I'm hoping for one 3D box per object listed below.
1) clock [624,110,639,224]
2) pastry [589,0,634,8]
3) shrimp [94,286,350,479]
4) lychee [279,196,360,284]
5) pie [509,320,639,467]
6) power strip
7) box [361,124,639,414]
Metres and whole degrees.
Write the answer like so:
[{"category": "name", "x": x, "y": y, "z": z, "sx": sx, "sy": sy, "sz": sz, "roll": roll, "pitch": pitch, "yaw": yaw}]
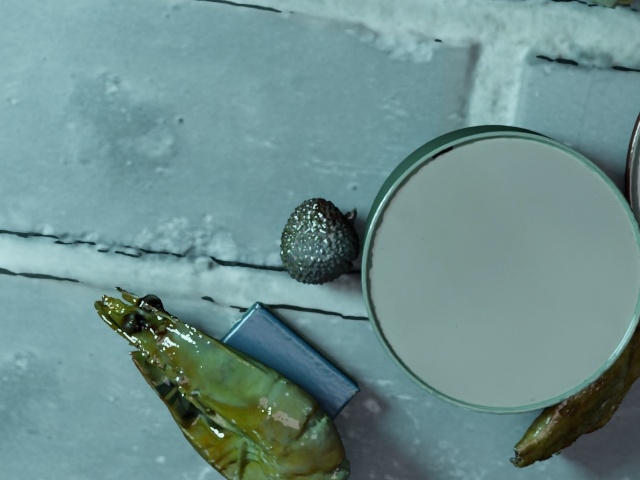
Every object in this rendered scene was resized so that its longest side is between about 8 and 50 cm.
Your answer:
[{"category": "clock", "x": 0.415, "y": -0.048, "z": 1.410, "sx": 0.319, "sy": 0.080, "sz": 0.318, "roll": 0, "pitch": 96, "yaw": 1}, {"category": "pastry", "x": 0.215, "y": -0.261, "z": 1.358, "sx": 0.166, "sy": 0.166, "sz": 0.088, "roll": 41, "pitch": 90, "yaw": -3}, {"category": "shrimp", "x": -0.091, "y": 0.137, "z": 1.444, "sx": 0.267, "sy": 0.061, "sz": 0.145, "roll": 38, "pitch": 137, "yaw": -1}, {"category": "lychee", "x": 0.000, "y": 0.000, "z": 1.439, "sx": 0.083, "sy": 0.068, "sz": 0.067, "roll": -50, "pitch": 51, "yaw": 9}, {"category": "pie", "x": 0.230, "y": 0.136, "z": 1.440, "sx": 0.170, "sy": 0.092, "sz": 0.034, "roll": -47, "pitch": 54, "yaw": 5}, {"category": "power strip", "x": -0.029, "y": 0.109, "z": 1.465, "sx": 0.123, "sy": 0.032, "sz": 0.056, "roll": 41, "pitch": 96, "yaw": -2}, {"category": "box", "x": 0.147, "y": 0.019, "z": 1.390, "sx": 0.226, "sy": 0.149, "sz": 0.226, "roll": 0, "pitch": 96, "yaw": 2}]
